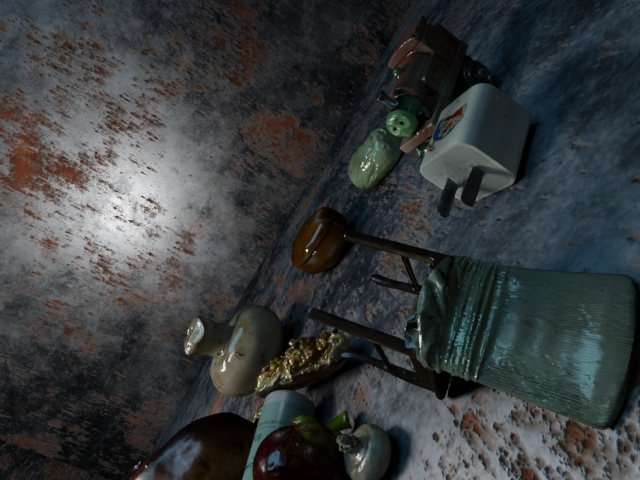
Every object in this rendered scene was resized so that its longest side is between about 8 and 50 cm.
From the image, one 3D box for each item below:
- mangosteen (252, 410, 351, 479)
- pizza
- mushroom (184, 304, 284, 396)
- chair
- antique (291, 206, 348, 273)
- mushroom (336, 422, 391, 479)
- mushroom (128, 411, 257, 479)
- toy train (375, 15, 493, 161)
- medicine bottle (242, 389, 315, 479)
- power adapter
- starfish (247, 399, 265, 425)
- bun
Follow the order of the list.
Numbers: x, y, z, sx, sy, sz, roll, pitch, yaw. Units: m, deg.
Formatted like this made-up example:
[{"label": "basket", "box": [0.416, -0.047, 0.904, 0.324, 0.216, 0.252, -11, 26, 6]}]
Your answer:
[{"label": "mangosteen", "box": [-0.028, 0.344, 0.696, 0.156, 0.146, 0.181, -46, 19, 55]}, {"label": "pizza", "box": [-0.044, 0.263, 0.920, 0.305, 0.161, 0.085, -41, 55, 40]}, {"label": "mushroom", "box": [-0.268, 0.317, 1.345, 0.297, 0.290, 0.297, -54, 15, 22]}, {"label": "chair", "box": [0.168, 0.104, 0.524, 0.160, 0.319, 0.186, -65, -31, -23]}, {"label": "antique", "box": [0.000, 0.000, 1.368, 0.223, 0.129, 0.278, -64, 13, -14]}, {"label": "mushroom", "box": [0.056, 0.300, 0.619, 0.085, 0.079, 0.085, -56, 17, 26]}, {"label": "mushroom", "box": [-0.256, 0.542, 0.937, 0.346, 0.259, 0.345, -28, -24, -13]}, {"label": "toy train", "box": [0.237, -0.309, 0.924, 0.150, 0.222, 0.304, -33, 31, 60]}, {"label": "medicine bottle", "box": [-0.090, 0.452, 0.780, 0.110, 0.110, 0.351, -50, 16, 38]}, {"label": "power adapter", "box": [0.247, -0.131, 0.716, 0.130, 0.125, 0.204, -33, 30, 62]}, {"label": "starfish", "box": [-0.158, 0.460, 1.177, 0.247, 0.050, 0.138, -52, 13, 4]}, {"label": "bun", "box": [0.163, -0.264, 1.361, 0.221, 0.108, 0.221, -56, 14, 22]}]
